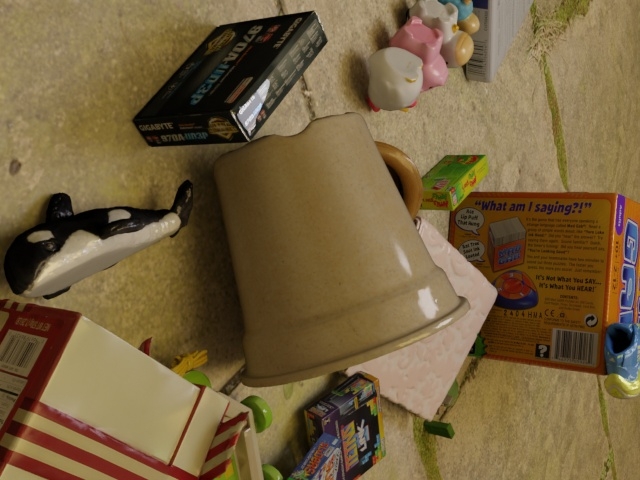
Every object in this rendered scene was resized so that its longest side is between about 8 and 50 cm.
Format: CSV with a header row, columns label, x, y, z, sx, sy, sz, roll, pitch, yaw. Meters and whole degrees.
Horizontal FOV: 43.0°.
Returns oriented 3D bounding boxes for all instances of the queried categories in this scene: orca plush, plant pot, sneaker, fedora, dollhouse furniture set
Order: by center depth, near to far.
label,x,y,z,sx,sy,sz,roll,pitch,yaw
orca plush,-0.259,-0.026,0.936,0.287,0.151,0.102,-32,87,-45
plant pot,0.000,0.000,1.130,0.334,0.334,0.305,-20,91,-52
fedora,0.080,-0.091,1.382,0.079,0.194,0.194,-99,169,-59
sneaker,0.607,0.189,1.545,0.240,0.091,0.126,-43,124,-41
dollhouse furniture set,0.278,0.346,1.735,0.151,0.059,0.076,-53,133,-37

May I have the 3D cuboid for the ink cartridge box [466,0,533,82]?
label,x,y,z,sx,sy,sz,roll,pitch,yaw
ink cartridge box,0.394,-0.569,1.753,0.324,0.071,0.330,78,33,-47

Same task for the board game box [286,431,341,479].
label,x,y,z,sx,sy,sz,roll,pitch,yaw
board game box,-0.019,0.426,1.291,0.136,0.035,0.201,-41,142,-53

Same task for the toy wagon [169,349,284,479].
label,x,y,z,sx,sy,sz,roll,pitch,yaw
toy wagon,-0.168,0.309,1.112,0.267,0.068,0.344,-27,114,-50

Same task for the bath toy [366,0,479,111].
label,x,y,z,sx,sy,sz,roll,pitch,yaw
bath toy,0.188,-0.343,1.515,0.151,0.129,0.348,36,50,2

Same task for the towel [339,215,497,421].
label,x,y,z,sx,sy,sz,roll,pitch,yaw
towel,0.190,0.159,1.541,0.332,0.053,0.317,38,78,-45

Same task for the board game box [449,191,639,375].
label,x,y,z,sx,sy,sz,roll,pitch,yaw
board game box,0.514,0.090,1.787,0.356,0.357,0.356,8,86,-53

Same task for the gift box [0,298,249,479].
label,x,y,z,sx,sy,sz,roll,pitch,yaw
gift box,-0.251,0.200,0.832,0.258,0.255,0.276,46,62,-43

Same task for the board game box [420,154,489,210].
label,x,y,z,sx,sy,sz,roll,pitch,yaw
board game box,0.263,-0.120,1.652,0.181,0.092,0.043,-42,126,-44

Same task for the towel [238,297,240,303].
label,x,y,z,sx,sy,sz,roll,pitch,yaw
towel,-0.047,0.044,1.297,0.237,0.021,0.102,-57,135,-35

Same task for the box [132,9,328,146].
label,x,y,z,sx,sy,sz,roll,pitch,yaw
box,-0.115,-0.209,1.055,0.220,0.175,0.051,-57,134,-33

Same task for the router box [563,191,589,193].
label,x,y,z,sx,sy,sz,roll,pitch,yaw
router box,0.653,0.061,2.210,0.301,0.082,0.335,-25,112,-51

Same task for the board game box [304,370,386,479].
label,x,y,z,sx,sy,sz,roll,pitch,yaw
board game box,0.045,0.330,1.387,0.141,0.048,0.170,-30,123,-38
